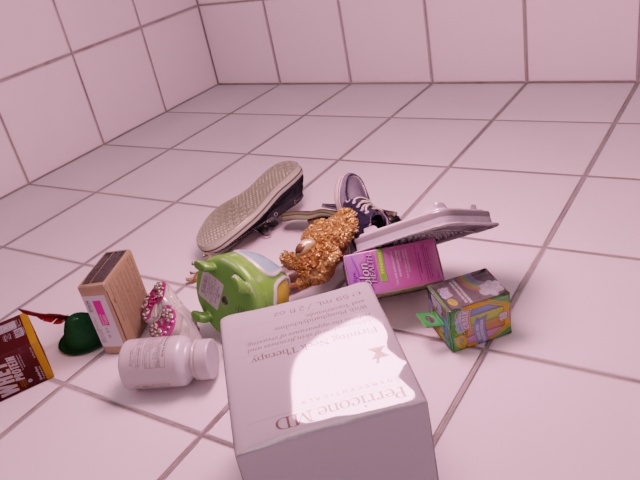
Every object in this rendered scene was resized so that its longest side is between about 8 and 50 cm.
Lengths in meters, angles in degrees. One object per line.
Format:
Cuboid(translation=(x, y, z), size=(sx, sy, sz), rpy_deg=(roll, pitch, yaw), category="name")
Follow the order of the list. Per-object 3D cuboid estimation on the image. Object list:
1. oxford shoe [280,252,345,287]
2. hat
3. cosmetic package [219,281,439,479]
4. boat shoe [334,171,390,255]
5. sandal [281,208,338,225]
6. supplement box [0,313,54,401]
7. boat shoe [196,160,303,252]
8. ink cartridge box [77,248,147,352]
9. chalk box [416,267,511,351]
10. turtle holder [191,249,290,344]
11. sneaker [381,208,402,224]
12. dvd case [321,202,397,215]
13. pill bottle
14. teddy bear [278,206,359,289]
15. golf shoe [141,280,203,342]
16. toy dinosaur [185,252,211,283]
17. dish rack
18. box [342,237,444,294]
Cuboid(translation=(-0.020, 0.027, 2.089), size=(0.130, 0.132, 0.364), rpy_deg=(17, 39, 42), category="oxford shoe")
Cuboid(translation=(-0.708, 0.215, 1.951), size=(0.173, 0.183, 0.208), rpy_deg=(0, 30, 20), category="hat")
Cuboid(translation=(0.011, 0.343, 1.300), size=(0.330, 0.327, 0.393), rpy_deg=(-14, 29, -5), category="cosmetic package")
Cuboid(translation=(0.139, -0.084, 2.045), size=(0.127, 0.158, 0.340), rpy_deg=(4, 64, -28), category="boat shoe")
Cuboid(translation=(0.002, -0.062, 2.299), size=(0.303, 0.086, 0.120), rpy_deg=(0, 0, 34), category="sandal")
Cuboid(translation=(-0.873, 0.328, 1.864), size=(0.194, 0.129, 0.191), rpy_deg=(-24, 31, -22), category="supplement box")
Cuboid(translation=(-0.228, -0.096, 2.377), size=(0.187, 0.156, 0.500), rpy_deg=(15, 46, 37), category="boat shoe")
Cuboid(translation=(-0.579, 0.173, 1.927), size=(0.088, 0.234, 0.193), rpy_deg=(-5, 28, 13), category="ink cartridge box")
Cuboid(translation=(0.349, 0.180, 1.679), size=(0.213, 0.132, 0.132), rpy_deg=(-17, 30, -8), category="chalk box")
Cuboid(translation=(-0.180, 0.144, 1.831), size=(0.320, 0.243, 0.227), rpy_deg=(1, 12, 41), category="turtle holder")
Cuboid(translation=(0.233, -0.007, 2.063), size=(0.109, 0.130, 0.286), rpy_deg=(-22, 31, -23), category="sneaker")
Cuboid(translation=(0.134, -0.104, 2.291), size=(0.165, 0.018, 0.221), rpy_deg=(12, 9, 37), category="dvd case")
Cuboid(translation=(-0.382, 0.308, 1.714), size=(0.229, 0.131, 0.131), rpy_deg=(-6, 29, 10), category="pill bottle")
Cuboid(translation=(0.000, 0.000, 1.885), size=(0.245, 0.113, 0.338), rpy_deg=(-10, 26, 36), category="teddy bear")
Cuboid(translation=(-0.422, 0.220, 1.915), size=(0.115, 0.140, 0.306), rpy_deg=(-50, 31, 6), category="golf shoe")
Cuboid(translation=(-0.364, 0.088, 2.214), size=(0.183, 0.053, 0.092), rpy_deg=(-30, 47, -16), category="toy dinosaur")
Cuboid(translation=(0.270, -0.030, 1.785), size=(0.333, 0.072, 0.286), rpy_deg=(-20, -12, 40), category="dish rack")
Cuboid(translation=(0.188, 0.086, 1.814), size=(0.243, 0.117, 0.213), rpy_deg=(-12, -9, 0), category="box")
